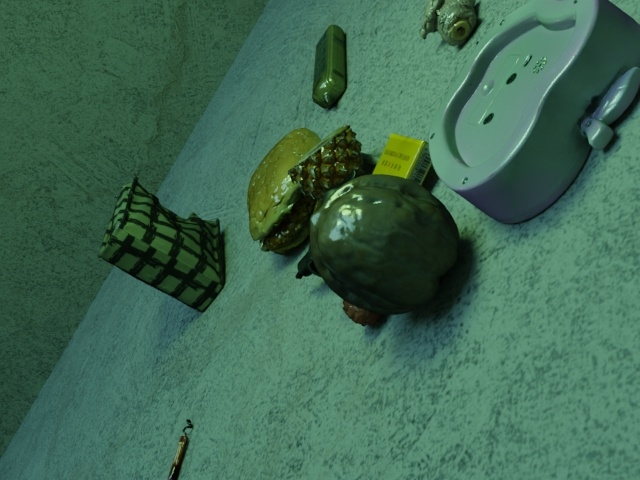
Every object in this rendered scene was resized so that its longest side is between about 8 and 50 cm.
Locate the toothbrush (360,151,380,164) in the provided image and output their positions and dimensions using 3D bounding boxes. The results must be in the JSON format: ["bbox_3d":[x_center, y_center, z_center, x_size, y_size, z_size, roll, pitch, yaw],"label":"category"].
[{"bbox_3d":[0.094,-0.170,1.702,0.025,0.030,0.342,-58,21,-1],"label":"toothbrush"}]

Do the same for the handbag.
[{"bbox_3d":[-0.421,-0.001,2.244,0.162,0.325,0.327,-48,24,23],"label":"handbag"}]

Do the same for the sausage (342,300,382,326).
[{"bbox_3d":[0.083,0.073,1.355,0.076,0.076,0.141,-9,53,64],"label":"sausage"}]

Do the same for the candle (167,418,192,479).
[{"bbox_3d":[-0.307,0.467,1.799,0.026,0.021,0.167,114,172,-56],"label":"candle"}]

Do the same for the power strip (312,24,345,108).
[{"bbox_3d":[0.021,-0.462,2.206,0.092,0.066,0.387,-50,24,32],"label":"power strip"}]

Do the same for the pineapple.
[{"bbox_3d":[0.033,-0.134,1.665,0.161,0.137,0.176,-40,10,-12],"label":"pineapple"}]

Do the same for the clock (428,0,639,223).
[{"bbox_3d":[0.295,-0.194,1.177,0.338,0.102,0.338,-47,25,30],"label":"clock"}]

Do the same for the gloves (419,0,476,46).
[{"bbox_3d":[0.251,-0.443,1.626,0.144,0.094,0.110,41,112,61],"label":"gloves"}]

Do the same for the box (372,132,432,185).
[{"bbox_3d":[0.109,-0.058,1.472,0.269,0.043,0.152,-65,20,3],"label":"box"}]

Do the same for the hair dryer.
[{"bbox_3d":[0.000,0.000,1.536,0.248,0.078,0.196,133,155,-58],"label":"hair dryer"}]

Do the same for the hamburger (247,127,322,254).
[{"bbox_3d":[-0.074,-0.112,1.860,0.259,0.144,0.283,-47,30,24],"label":"hamburger"}]

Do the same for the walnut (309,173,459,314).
[{"bbox_3d":[0.090,0.003,1.226,0.224,0.224,0.224,-48,24,30],"label":"walnut"}]
